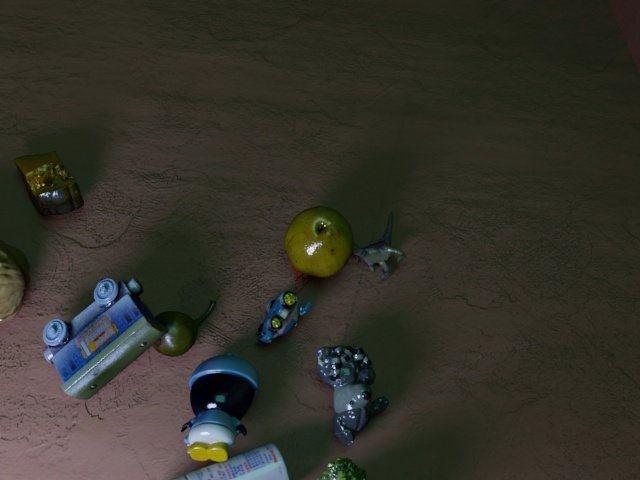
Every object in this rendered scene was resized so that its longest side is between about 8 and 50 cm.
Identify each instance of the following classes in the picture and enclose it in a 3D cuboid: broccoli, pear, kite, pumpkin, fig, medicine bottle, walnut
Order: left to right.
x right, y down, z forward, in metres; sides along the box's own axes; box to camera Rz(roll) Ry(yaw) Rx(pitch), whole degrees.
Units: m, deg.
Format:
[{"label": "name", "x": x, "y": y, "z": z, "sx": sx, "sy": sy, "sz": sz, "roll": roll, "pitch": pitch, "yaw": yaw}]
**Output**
[{"label": "walnut", "x": -0.875, "y": 0.106, "z": 1.799, "sx": 0.257, "sy": 0.257, "sz": 0.224, "roll": 3, "pitch": 24, "yaw": -10}, {"label": "pumpkin", "x": -0.781, "y": -0.155, "z": 2.059, "sx": 0.131, "sy": 0.126, "sz": 0.248, "roll": -26, "pitch": 46, "yaw": -18}, {"label": "fig", "x": -0.360, "y": 0.224, "z": 1.908, "sx": 0.124, "sy": 0.124, "sz": 0.236, "roll": 36, "pitch": 33, "yaw": 13}, {"label": "medicine bottle", "x": -0.248, "y": 0.588, "z": 1.651, "sx": 0.341, "sy": 0.130, "sz": 0.130, "roll": -15, "pitch": 61, "yaw": -22}, {"label": "kite", "x": -0.033, "y": 0.060, "z": 2.133, "sx": 0.125, "sy": 0.008, "sz": 0.222, "roll": -2, "pitch": 57, "yaw": -14}, {"label": "pear", "x": 0.000, "y": 0.000, "z": 2.058, "sx": 0.209, "sy": 0.209, "sz": 0.209, "roll": 6, "pitch": 55, "yaw": -8}, {"label": "broccoli", "x": 0.010, "y": 0.605, "z": 1.654, "sx": 0.273, "sy": 0.242, "sz": 0.180, "roll": 14, "pitch": 33, "yaw": -11}]

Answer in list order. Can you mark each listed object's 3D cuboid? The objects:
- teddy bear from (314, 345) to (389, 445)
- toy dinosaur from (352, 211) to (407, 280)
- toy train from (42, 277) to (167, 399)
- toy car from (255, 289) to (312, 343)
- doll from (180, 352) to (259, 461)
[{"label": "teddy bear", "x": 0.096, "y": 0.389, "z": 1.859, "sx": 0.171, "sy": 0.144, "sz": 0.251, "roll": -7, "pitch": 60, "yaw": -33}, {"label": "toy dinosaur", "x": 0.184, "y": 0.012, "z": 2.178, "sx": 0.251, "sy": 0.072, "sz": 0.200, "roll": -31, "pitch": 57, "yaw": -18}, {"label": "toy train", "x": -0.547, "y": 0.237, "z": 1.776, "sx": 0.300, "sy": 0.131, "sz": 0.202, "roll": -40, "pitch": 61, "yaw": -1}, {"label": "toy car", "x": -0.102, "y": 0.221, "z": 1.948, "sx": 0.098, "sy": 0.126, "sz": 0.161, "roll": 30, "pitch": 59, "yaw": -12}, {"label": "doll", "x": -0.248, "y": 0.399, "z": 1.762, "sx": 0.177, "sy": 0.141, "sz": 0.314, "roll": 2, "pitch": 40, "yaw": 6}]
